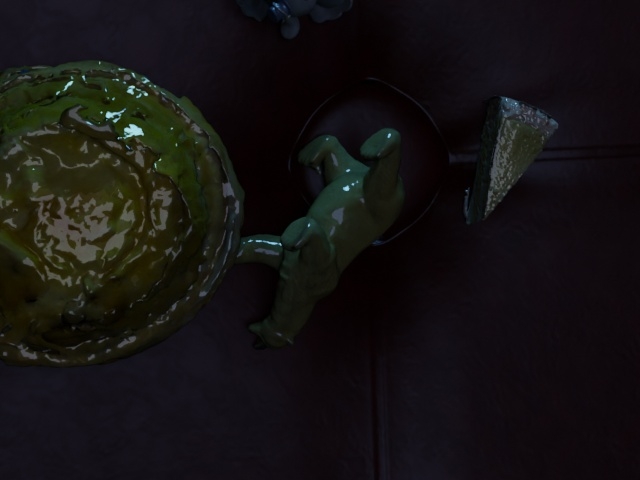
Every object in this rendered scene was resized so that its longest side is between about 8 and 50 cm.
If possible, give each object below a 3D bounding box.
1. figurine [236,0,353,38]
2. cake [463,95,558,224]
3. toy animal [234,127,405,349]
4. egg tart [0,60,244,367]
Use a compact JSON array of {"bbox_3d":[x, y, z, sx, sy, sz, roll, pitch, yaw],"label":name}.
[{"bbox_3d":[-0.027,-0.218,1.095,0.082,0.094,0.086,39,50,23],"label":"figurine"},{"bbox_3d":[0.172,-0.068,1.164,0.065,0.052,0.121,15,90,-16],"label":"cake"},{"bbox_3d":[0.000,0.000,1.118,0.218,0.103,0.101,-50,125,-9],"label":"toy animal"},{"bbox_3d":[-0.207,-0.027,1.040,0.291,0.107,0.290,0,92,-9],"label":"egg tart"}]
